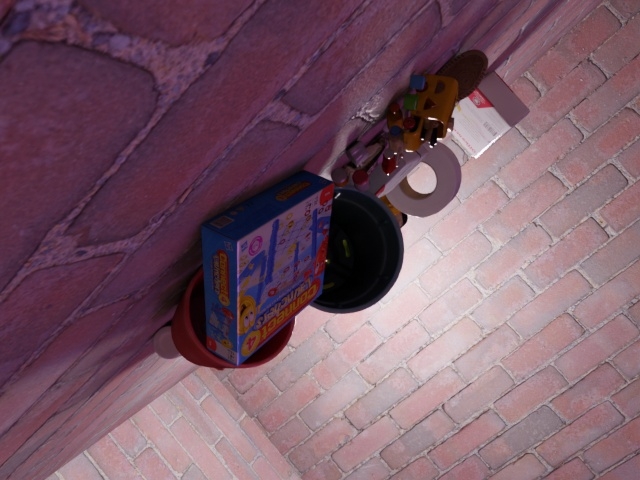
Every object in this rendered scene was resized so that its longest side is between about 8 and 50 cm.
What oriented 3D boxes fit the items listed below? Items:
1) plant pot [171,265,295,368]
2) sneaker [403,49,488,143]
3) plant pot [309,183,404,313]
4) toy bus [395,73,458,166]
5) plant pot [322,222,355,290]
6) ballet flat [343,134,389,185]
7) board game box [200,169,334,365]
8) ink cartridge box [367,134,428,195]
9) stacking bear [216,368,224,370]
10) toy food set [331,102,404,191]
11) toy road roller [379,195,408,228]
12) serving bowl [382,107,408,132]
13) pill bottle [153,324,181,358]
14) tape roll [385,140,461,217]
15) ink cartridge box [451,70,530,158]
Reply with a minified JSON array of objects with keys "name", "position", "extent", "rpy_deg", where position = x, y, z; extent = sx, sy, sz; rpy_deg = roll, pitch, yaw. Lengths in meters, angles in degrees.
[{"name":"plant pot","position":[-0.236,0.193,1.259],"extent":[0.275,0.275,0.243],"rpy_deg":[-37,-177,-38]},{"name":"sneaker","position":[0.327,-0.380,1.365],"extent":[0.282,0.099,0.153],"rpy_deg":[-50,179,25]},{"name":"plant pot","position":[0.021,0.035,1.494],"extent":[0.341,0.341,0.334],"rpy_deg":[-40,-176,-13]},{"name":"toy bus","position":[0.255,-0.278,1.182],"extent":[0.191,0.105,0.202],"rpy_deg":[-47,146,-57]},{"name":"plant pot","position":[0.013,0.039,1.774],"extent":[0.228,0.207,0.227],"rpy_deg":[-40,-172,-8]},{"name":"ballet flat","position":[0.114,-0.208,1.431],"extent":[0.221,0.077,0.079],"rpy_deg":[-48,155,19]},{"name":"board game box","position":[-0.101,0.049,1.059],"extent":[0.308,0.086,0.301],"rpy_deg":[-37,142,-46]},{"name":"ink cartridge box","position":[0.205,-0.230,1.613],"extent":[0.197,0.114,0.273],"rpy_deg":[-45,173,29]},{"name":"stacking bear","position":[-0.335,0.304,1.912],"extent":[0.289,0.164,0.175],"rpy_deg":[-51,169,-44]},{"name":"toy food set","position":[0.126,-0.213,1.234],"extent":[0.232,0.111,0.104],"rpy_deg":[-40,163,-2]},{"name":"toy road roller","position":[0.215,-0.143,2.266],"extent":[0.330,0.240,0.202],"rpy_deg":[0,-160,32]},{"name":"serving bowl","position":[0.205,-0.316,1.374],"extent":[0.083,0.027,0.083],"rpy_deg":[-42,175,-5]},{"name":"pill bottle","position":[-0.415,0.289,1.504],"extent":[0.094,0.094,0.169],"rpy_deg":[-41,175,-1]},{"name":"tape roll","position":[0.378,-0.233,1.929],"extent":[0.286,0.286,0.100],"rpy_deg":[-45,175,32]},{"name":"ink cartridge box","position":[0.671,-0.509,2.115],"extent":[0.131,0.226,0.306],"rpy_deg":[-39,176,-16]}]
